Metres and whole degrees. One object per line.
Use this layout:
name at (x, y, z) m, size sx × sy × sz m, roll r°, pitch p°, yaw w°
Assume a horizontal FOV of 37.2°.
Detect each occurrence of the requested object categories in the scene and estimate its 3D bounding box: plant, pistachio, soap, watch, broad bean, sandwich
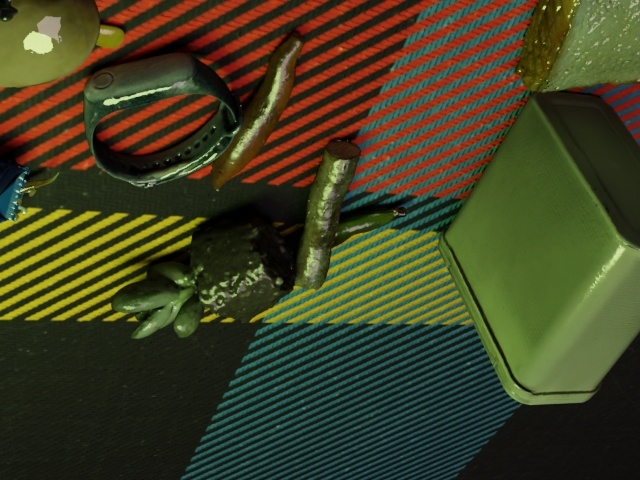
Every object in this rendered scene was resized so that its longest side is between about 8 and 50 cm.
plant at (-0.179, 0.073, 1.469) m, size 0.274 × 0.149 × 0.146 m, roll -23°, pitch 142°, yaw 10°
pistachio at (-0.328, -0.234, 1.056) m, size 0.185 × 0.108 × 0.126 m, roll -15°, pitch 106°, yaw 18°
soap at (-0.279, -0.249, 1.138) m, size 0.089 × 0.012 × 0.034 m, roll 6°, pitch 136°, yaw -28°
watch at (-0.204, -0.156, 1.244) m, size 0.206 × 0.068 × 0.193 m, roll -15°, pitch 146°, yaw 2°
broad bean at (-0.001, 0.000, 1.536) m, size 0.297 × 0.043 × 0.060 m, roll -24°, pitch 151°, yaw 6°
sandwich at (0.418, -0.297, 1.304) m, size 0.251 × 0.087 × 0.226 m, roll -6°, pitch 140°, yaw -16°

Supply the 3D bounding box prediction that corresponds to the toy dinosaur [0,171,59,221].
toy dinosaur at (-0.419, -0.054, 1.303) m, size 0.180 × 0.037 × 0.058 m, roll -26°, pitch 146°, yaw 12°

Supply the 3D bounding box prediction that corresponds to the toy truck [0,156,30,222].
toy truck at (-0.482, -0.052, 1.199) m, size 0.208 × 0.126 × 0.113 m, roll 9°, pitch 137°, yaw -24°

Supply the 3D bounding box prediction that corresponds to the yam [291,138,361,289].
yam at (0.004, -0.036, 1.444) m, size 0.061 × 0.061 × 0.253 m, roll 0°, pitch 126°, yaw -22°

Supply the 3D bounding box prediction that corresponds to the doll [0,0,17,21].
doll at (-0.423, -0.259, 0.903) m, size 0.349 × 0.247 × 0.247 m, roll -30°, pitch 141°, yaw 20°

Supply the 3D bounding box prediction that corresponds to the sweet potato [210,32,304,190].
sweet potato at (-0.084, -0.167, 1.289) m, size 0.057 × 0.057 × 0.265 m, roll 13°, pitch 126°, yaw -34°

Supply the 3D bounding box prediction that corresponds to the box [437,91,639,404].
box at (0.362, 0.010, 1.448) m, size 0.177 × 0.352 × 0.344 m, roll 1°, pitch 137°, yaw -23°
